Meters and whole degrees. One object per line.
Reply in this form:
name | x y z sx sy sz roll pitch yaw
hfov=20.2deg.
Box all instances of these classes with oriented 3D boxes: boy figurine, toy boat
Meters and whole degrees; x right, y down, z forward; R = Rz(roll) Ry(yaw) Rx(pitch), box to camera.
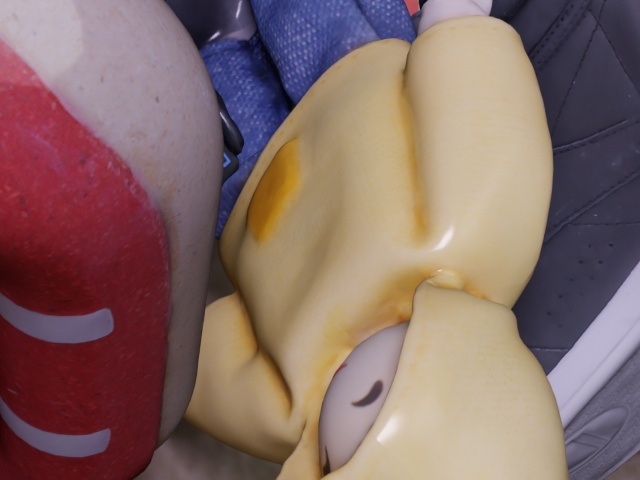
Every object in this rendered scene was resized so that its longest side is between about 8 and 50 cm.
boy figurine | 0.000 0.000 0.567 0.092 0.177 0.285 26 30 -34
toy boat | -0.118 0.001 0.412 0.151 0.231 0.151 39 63 16

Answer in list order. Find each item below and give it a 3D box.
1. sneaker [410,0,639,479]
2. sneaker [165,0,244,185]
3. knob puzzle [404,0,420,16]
sneaker | 0.087 -0.018 0.666 0.104 0.295 0.147 -15 51 -45
sneaker | -0.060 -0.070 0.490 0.079 0.217 0.121 -40 85 -25
knob puzzle | 0.100 -0.106 0.703 0.213 0.213 0.030 64 17 -3
